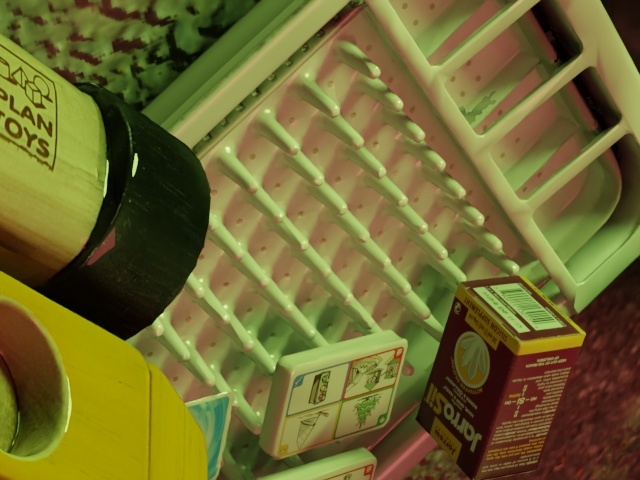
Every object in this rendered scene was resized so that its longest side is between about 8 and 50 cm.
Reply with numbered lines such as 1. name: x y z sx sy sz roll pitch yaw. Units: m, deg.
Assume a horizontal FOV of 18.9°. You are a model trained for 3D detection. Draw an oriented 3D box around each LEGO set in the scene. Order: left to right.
1. LEGO set: -0.078 0.136 0.876 0.244 0.060 0.182 -13 125 -42

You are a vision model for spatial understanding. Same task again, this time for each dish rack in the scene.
1. dish rack: 0.000 0.000 0.903 0.333 0.072 0.285 -44 138 -4

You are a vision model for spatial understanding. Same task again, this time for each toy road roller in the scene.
1. toy road roller: -0.183 0.067 0.647 0.241 0.329 0.202 -22 144 28

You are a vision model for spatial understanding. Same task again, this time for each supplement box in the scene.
1. supplement box: 0.086 0.066 0.930 0.043 0.055 0.083 -6 124 -34

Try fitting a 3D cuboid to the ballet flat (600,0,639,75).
1. ballet flat: 0.259 -0.086 1.026 0.280 0.096 0.095 14 99 -44
